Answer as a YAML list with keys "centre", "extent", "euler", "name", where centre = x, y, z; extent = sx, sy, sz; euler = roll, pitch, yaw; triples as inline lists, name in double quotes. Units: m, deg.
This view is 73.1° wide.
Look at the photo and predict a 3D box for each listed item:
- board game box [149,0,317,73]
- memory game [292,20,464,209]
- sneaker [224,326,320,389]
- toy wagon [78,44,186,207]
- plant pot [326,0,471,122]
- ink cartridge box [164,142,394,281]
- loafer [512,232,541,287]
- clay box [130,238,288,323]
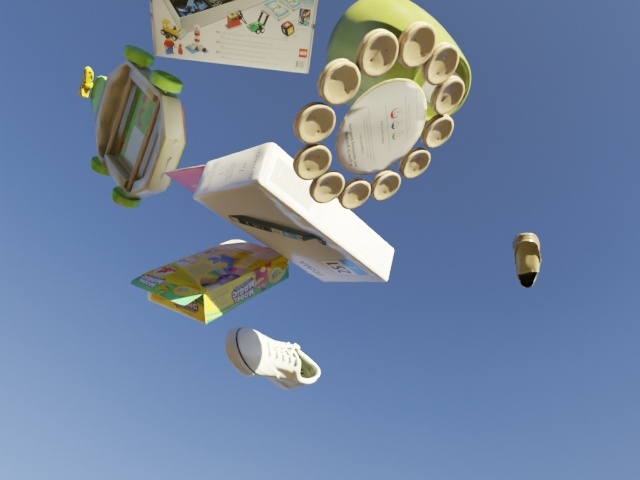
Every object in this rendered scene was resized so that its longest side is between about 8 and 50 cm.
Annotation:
- centre: [-0.162, -0.439, 0.824]
  extent: [0.305, 0.053, 0.193]
  euler: [3, -52, -11]
  name: "board game box"
- centre: [0.056, -0.104, 0.401]
  extent: [0.186, 0.012, 0.186]
  euler: [-21, -39, -18]
  name: "memory game"
- centre: [-0.088, 0.231, 0.869]
  extent: [0.091, 0.094, 0.258]
  euler: [-23, -38, 18]
  name: "sneaker"
- centre: [-0.387, -0.244, 0.866]
  extent: [0.344, 0.068, 0.267]
  euler: [45, -63, 30]
  name: "toy wagon"
- centre: [0.185, -0.371, 0.942]
  extent: [0.274, 0.294, 0.275]
  euler: [-10, -55, -14]
  name: "plant pot"
- centre: [-0.070, -0.020, 0.674]
  extent: [0.261, 0.066, 0.296]
  euler: [-3, -29, 41]
  name: "ink cartridge box"
- centre: [0.448, 0.045, 0.932]
  extent: [0.056, 0.050, 0.148]
  euler: [-11, -50, 20]
  name: "loafer"
- centre: [-0.165, 0.060, 0.679]
  extent: [0.127, 0.222, 0.053]
  euler: [13, -66, 31]
  name: "clay box"
